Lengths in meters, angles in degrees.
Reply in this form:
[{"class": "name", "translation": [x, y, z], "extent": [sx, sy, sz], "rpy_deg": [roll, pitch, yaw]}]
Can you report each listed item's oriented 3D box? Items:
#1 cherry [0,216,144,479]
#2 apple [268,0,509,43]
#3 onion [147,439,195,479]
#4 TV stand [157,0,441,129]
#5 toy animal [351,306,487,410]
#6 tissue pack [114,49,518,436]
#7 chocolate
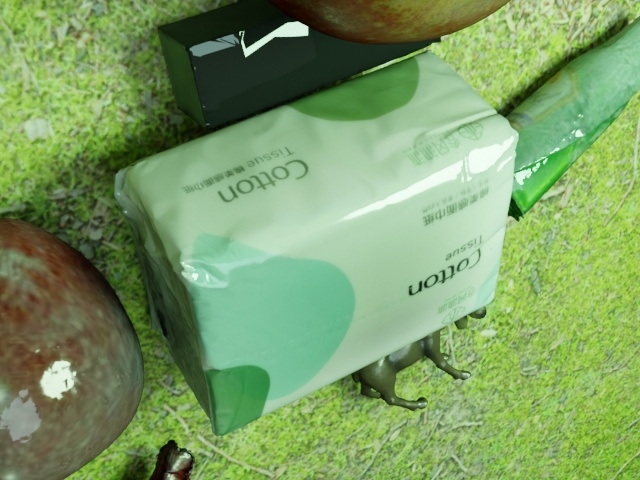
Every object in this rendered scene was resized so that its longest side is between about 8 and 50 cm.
[{"class": "cherry", "translation": [-0.270, 0.116, 0.918], "extent": [0.212, 0.236, 0.285], "rpy_deg": [-12, 93, -4]}, {"class": "apple", "translation": [0.053, -0.337, 0.830], "extent": [0.348, 0.277, 0.348], "rpy_deg": [-11, 109, -32]}, {"class": "onion", "translation": [-0.184, 0.331, 1.149], "extent": [0.195, 0.140, 0.218], "rpy_deg": [2, 89, -36]}, {"class": "TV stand", "translation": [-0.015, -0.202, 1.004], "extent": [0.269, 0.083, 0.088], "rpy_deg": [-24, 123, -20]}, {"class": "toy animal", "translation": [0.126, 0.106, 1.240], "extent": [0.214, 0.094, 0.186], "rpy_deg": [-34, 123, -8]}, {"class": "tissue pack", "translation": [0.001, 0.001, 1.020], "extent": [0.356, 0.194, 0.266], "rpy_deg": [-24, 141, -18]}, {"class": "chocolate", "translation": [0.300, -0.156, 1.210], "extent": [0.291, 0.110, 0.110], "rpy_deg": [-43, 128, -8]}]
